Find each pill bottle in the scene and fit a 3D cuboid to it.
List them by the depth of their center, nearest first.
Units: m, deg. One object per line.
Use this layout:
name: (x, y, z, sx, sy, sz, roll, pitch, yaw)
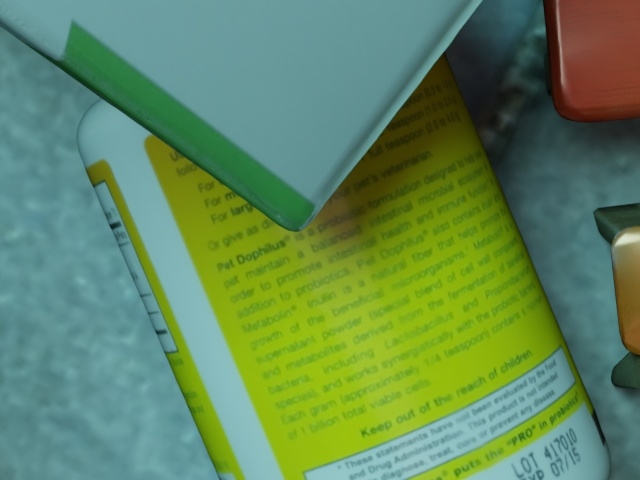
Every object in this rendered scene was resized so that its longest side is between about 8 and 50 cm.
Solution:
pill bottle: (0.000, 0.000, 0.583, 0.117, 0.117, 0.215, -23, 94, -2)

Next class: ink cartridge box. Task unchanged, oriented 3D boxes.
ink cartridge box: (-0.106, -0.145, 0.468, 0.278, 0.201, 0.117, 37, 90, 37)

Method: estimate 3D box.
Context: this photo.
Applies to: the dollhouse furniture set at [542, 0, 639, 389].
dollhouse furniture set: (0.196, -0.090, 0.582, 0.259, 0.135, 0.262, -7, 92, -3)
